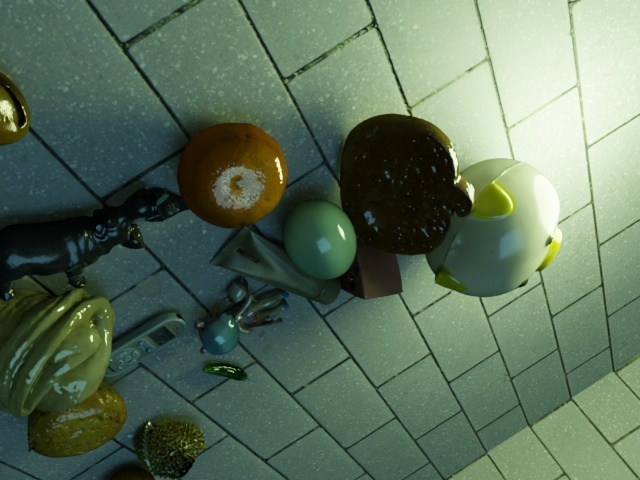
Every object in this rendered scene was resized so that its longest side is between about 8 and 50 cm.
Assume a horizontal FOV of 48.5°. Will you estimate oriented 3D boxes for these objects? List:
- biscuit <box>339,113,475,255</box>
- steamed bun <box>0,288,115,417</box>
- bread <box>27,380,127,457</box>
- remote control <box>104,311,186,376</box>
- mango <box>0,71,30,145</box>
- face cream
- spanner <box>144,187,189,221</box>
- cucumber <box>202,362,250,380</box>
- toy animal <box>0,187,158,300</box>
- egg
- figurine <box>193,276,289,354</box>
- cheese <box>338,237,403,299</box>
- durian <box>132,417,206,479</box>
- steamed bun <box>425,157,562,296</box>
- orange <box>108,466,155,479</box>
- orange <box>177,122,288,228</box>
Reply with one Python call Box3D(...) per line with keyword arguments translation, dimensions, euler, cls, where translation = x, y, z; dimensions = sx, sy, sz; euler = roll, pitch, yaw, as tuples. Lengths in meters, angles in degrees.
Box3D(translation=(0.200, -0.122, 1.639), dimensions=(0.314, 0.063, 0.367), euler=(7, 128, 10), cls="biscuit")
Box3D(translation=(-0.609, 0.258, 1.503), dimensions=(0.373, 0.230, 0.324), euler=(-10, 137, -26), cls="steamed bun")
Box3D(translation=(-0.594, 0.429, 1.731), dimensions=(0.240, 0.139, 0.239), euler=(-17, 136, -17), cls="bread")
Box3D(translation=(-0.440, 0.251, 1.728), dimensions=(0.244, 0.047, 0.087), euler=(-31, 135, -2), cls="remote control")
Box3D(translation=(-0.586, -0.216, 1.133), dimensions=(0.236, 0.136, 0.166), euler=(15, 116, -47), cls="mango")
Box3D(translation=(-0.096, 0.071, 1.753), dimensions=(0.341, 0.084, 0.137), euler=(26, 122, -37), cls="face cream")
Box3D(translation=(-0.237, -0.082, 1.558), dimensions=(0.316, 0.024, 0.087), euler=(-6, 133, -29), cls="spanner")
Box3D(translation=(-0.255, 0.358, 1.948), dimensions=(0.168, 0.039, 0.039), euler=(22, 115, -40), cls="cucumber")
Box3D(translation=(-0.486, 0.006, 1.425), dimensions=(0.343, 0.106, 0.168), euler=(-20, 139, -18), cls="toy animal")
Box3D(translation=(0.000, 0.000, 1.669), dimensions=(0.168, 0.168, 0.231), euler=(-31, 142, -2), cls="egg")
Box3D(translation=(-0.189, 0.187, 1.781), dimensions=(0.260, 0.103, 0.205), euler=(-23, 140, -25), cls="figurine")
Box3D(translation=(0.119, 0.041, 1.832), dimensions=(0.128, 0.203, 0.176), euler=(-7, 101, -21), cls="cheese")
Box3D(translation=(-0.409, 0.605, 2.013), dimensions=(0.237, 0.137, 0.193), euler=(18, 118, -42), cls="durian")
Box3D(translation=(0.430, -0.029, 1.799), dimensions=(0.334, 0.334, 0.373), euler=(-3, 129, -29), cls="steamed bun")
Box3D(translation=(-0.547, 0.734, 2.055), dimensions=(0.155, 0.134, 0.154), euler=(-21, 134, -23), cls="orange")
Box3D(translation=(-0.180, -0.135, 1.433), dimensions=(0.224, 0.170, 0.223), euler=(-8, 111, -22), cls="orange")
